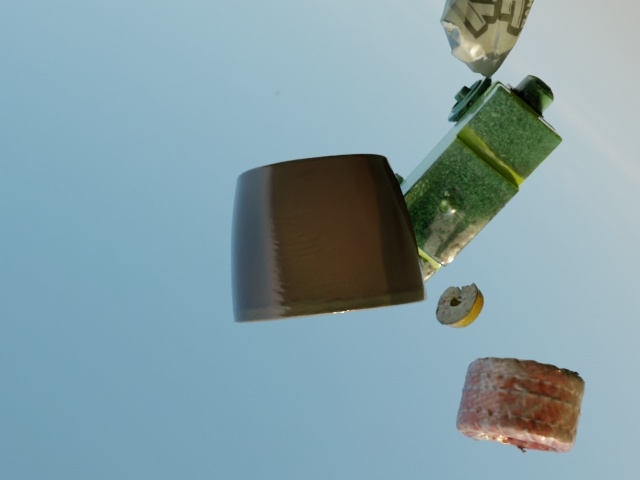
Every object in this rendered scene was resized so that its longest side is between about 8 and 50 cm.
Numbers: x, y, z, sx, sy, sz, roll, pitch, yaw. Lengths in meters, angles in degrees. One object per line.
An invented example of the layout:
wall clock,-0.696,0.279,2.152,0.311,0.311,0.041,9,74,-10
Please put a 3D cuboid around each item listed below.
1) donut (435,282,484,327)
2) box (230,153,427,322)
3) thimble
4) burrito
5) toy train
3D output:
donut,0.278,0.133,1.651,0.043,0.108,0.097,34,-109,-23
box,0.000,0.000,1.192,0.301,0.301,0.216,-5,-92,-56
thimble,0.397,0.332,1.660,0.239,0.239,0.162,24,-111,-35
burrito,0.304,-0.475,1.276,0.139,0.445,0.101,20,-171,-19
toy train,0.220,-0.093,1.393,0.179,0.442,0.272,40,-162,-4
